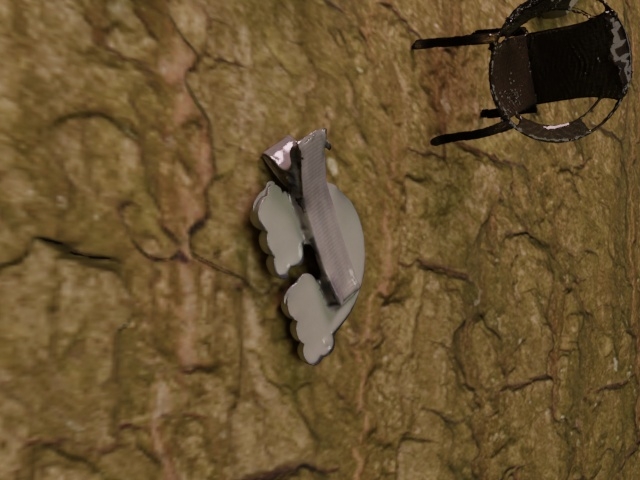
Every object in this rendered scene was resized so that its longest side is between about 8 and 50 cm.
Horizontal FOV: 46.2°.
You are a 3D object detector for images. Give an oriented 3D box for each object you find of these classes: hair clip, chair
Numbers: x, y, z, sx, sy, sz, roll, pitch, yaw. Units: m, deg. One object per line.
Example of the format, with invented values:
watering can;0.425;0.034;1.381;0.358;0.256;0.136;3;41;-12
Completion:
hair clip;0.000;0.000;0.743;0.140;0.054;0.220;-42;124;-44
chair;0.246;-0.199;0.895;0.149;0.213;0.174;-30;112;-50

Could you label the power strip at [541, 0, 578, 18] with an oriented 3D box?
power strip;0.402;-0.438;1.178;0.286;0.048;0.080;-47;126;-36
